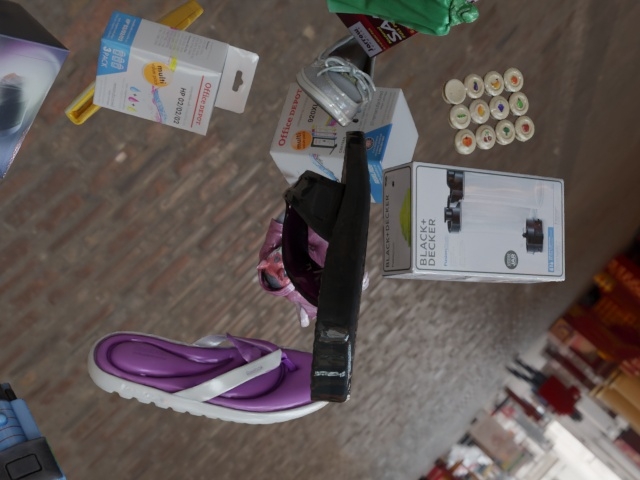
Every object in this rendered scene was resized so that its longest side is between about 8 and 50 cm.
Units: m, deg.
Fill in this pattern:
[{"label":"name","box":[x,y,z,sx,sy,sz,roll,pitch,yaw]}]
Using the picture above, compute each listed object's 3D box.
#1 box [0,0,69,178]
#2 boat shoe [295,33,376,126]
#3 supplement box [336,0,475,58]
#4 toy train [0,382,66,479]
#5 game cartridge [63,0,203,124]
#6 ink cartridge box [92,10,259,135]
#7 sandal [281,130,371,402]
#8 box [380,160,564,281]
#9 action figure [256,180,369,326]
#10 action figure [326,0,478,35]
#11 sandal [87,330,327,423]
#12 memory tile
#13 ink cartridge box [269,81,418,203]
[{"label":"box","box":[-0.654,-0.280,1.657,0.294,0.182,0.296,-57,157,18]},{"label":"boat shoe","box":[0.040,-0.283,1.591,0.103,0.118,0.320,-45,-171,21]},{"label":"supplement box","box":[0.138,-0.400,1.496,0.239,0.130,0.073,-21,-153,45]},{"label":"toy train","box":[-0.303,0.212,0.916,0.080,0.184,0.105,-16,142,-30]},{"label":"game cartridge","box":[-0.398,-0.395,2.055,0.285,0.053,0.324,-38,-168,21]},{"label":"ink cartridge box","box":[-0.175,-0.196,1.142,0.104,0.181,0.062,113,-11,-47]},{"label":"sandal","box":[0.000,-0.001,1.068,0.446,0.107,0.168,-80,175,-60]},{"label":"box","box":[0.236,-0.021,1.444,0.289,0.169,0.087,5,173,-27]},{"label":"action figure","box":[-0.055,0.045,1.937,0.275,0.248,0.370,-32,170,24]},{"label":"action figure","box":[0.117,-0.344,1.296,0.063,0.232,0.137,-32,142,-39]},{"label":"sandal","box":[-0.165,0.204,1.524,0.416,0.169,0.102,5,128,-11]},{"label":"memory tile","box":[0.248,-0.192,1.383,0.148,0.113,0.012,-15,-176,-26]},{"label":"ink cartridge box","box":[0.048,-0.192,1.848,0.168,0.232,0.171,57,45,-58]}]
